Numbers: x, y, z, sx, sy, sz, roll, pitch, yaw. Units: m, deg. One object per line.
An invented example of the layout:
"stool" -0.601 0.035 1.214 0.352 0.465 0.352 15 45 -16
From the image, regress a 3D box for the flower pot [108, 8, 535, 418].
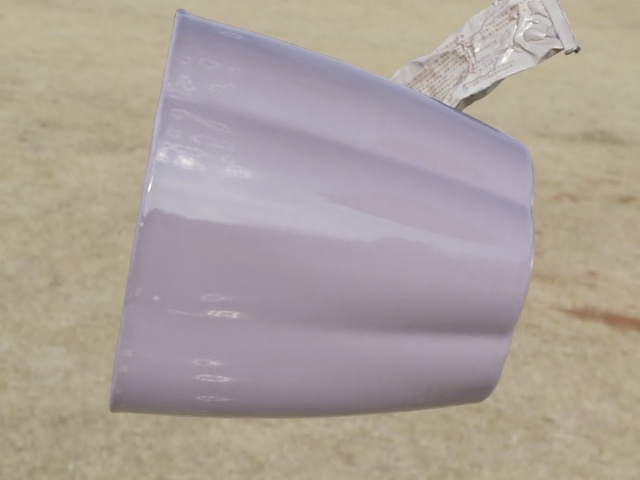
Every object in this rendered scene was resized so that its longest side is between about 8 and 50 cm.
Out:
"flower pot" 0.000 0.000 0.880 0.243 0.265 0.265 9 11 -9

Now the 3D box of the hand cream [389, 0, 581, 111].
"hand cream" 0.093 -0.114 1.094 0.050 0.257 0.084 16 45 -44
